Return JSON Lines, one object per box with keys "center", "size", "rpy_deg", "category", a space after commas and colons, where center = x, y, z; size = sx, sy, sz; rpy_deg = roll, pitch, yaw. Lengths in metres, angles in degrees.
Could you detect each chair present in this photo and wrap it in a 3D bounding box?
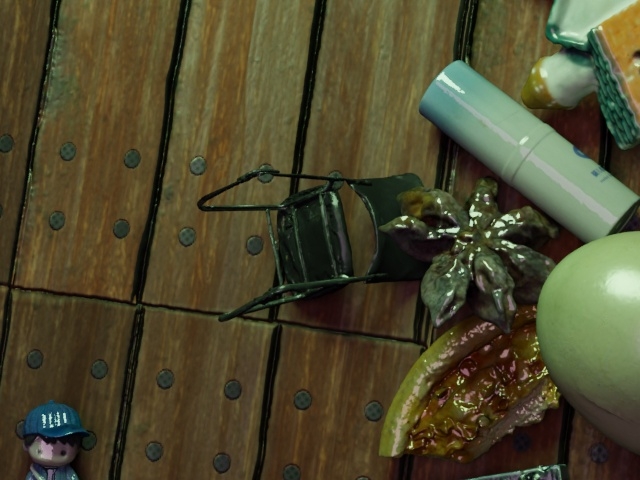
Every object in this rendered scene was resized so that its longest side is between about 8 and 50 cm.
{"center": [0.000, 0.000, 1.753], "size": [0.145, 0.221, 0.140], "rpy_deg": [-24, 74, 56], "category": "chair"}

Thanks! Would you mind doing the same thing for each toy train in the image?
{"center": [0.149, 0.279, 1.702], "size": [0.234, 0.051, 0.052], "rpy_deg": [-12, 80, 18], "category": "toy train"}

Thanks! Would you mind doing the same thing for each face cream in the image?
{"center": [0.223, -0.092, 1.708], "size": [0.250, 0.077, 0.077], "rpy_deg": [39, 95, 15], "category": "face cream"}

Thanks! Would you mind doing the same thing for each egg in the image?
{"center": [0.343, 0.105, 1.578], "size": [0.269, 0.219, 0.219], "rpy_deg": [23, 90, 13], "category": "egg"}

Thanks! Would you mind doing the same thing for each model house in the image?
{"center": [0.347, -0.216, 1.662], "size": [0.301, 0.190, 0.271], "rpy_deg": [-27, 83, 38], "category": "model house"}

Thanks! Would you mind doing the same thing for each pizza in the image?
{"center": [0.171, 0.152, 1.707], "size": [0.271, 0.056, 0.134], "rpy_deg": [-32, 68, 11], "category": "pizza"}

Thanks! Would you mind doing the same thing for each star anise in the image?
{"center": [0.173, 0.008, 1.680], "size": [0.197, 0.073, 0.212], "rpy_deg": [-12, 51, -22], "category": "star anise"}

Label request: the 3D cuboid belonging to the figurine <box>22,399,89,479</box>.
{"center": [-0.305, 0.254, 1.836], "size": [0.077, 0.079, 0.136], "rpy_deg": [3, 107, -5], "category": "figurine"}
